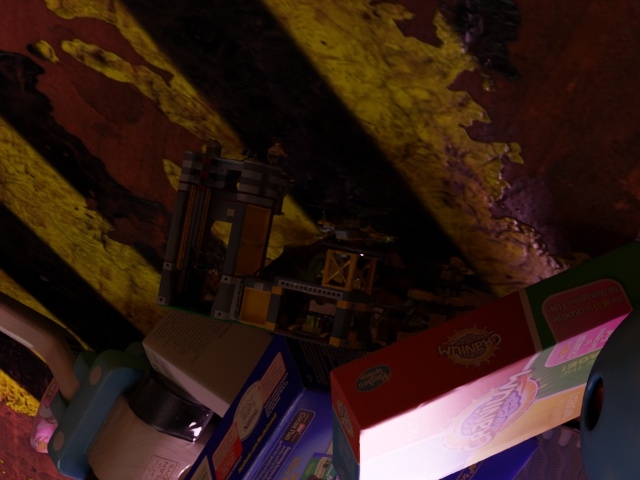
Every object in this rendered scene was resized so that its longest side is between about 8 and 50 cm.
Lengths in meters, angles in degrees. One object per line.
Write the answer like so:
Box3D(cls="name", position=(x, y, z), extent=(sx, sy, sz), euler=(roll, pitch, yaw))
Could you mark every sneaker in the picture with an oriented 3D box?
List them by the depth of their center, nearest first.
Box3D(cls="sneaker", position=(0.230, 0.262, 1.872), extent=(0.281, 0.105, 0.115), euler=(2, 178, 35))

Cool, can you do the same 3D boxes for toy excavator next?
Box3D(cls="toy excavator", position=(-0.312, 0.212, 2.127), extent=(0.433, 0.222, 0.445), euler=(23, -168, -35))

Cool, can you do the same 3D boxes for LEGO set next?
Box3D(cls="LEGO set", position=(0.000, 0.000, 1.536), extent=(0.255, 0.192, 0.331), euler=(10, -179, -42))

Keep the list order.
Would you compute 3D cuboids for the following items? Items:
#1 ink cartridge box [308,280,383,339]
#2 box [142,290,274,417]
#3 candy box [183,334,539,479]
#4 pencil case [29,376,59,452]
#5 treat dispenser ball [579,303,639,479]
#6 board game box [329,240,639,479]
Box3D(cls="ink cartridge box", position=(0.034, 0.125, 1.827), extent=(0.208, 0.045, 0.206), euler=(22, 154, 14))
Box3D(cls="box", position=(-0.083, 0.178, 1.897), extent=(0.275, 0.113, 0.094), euler=(34, 159, 20))
Box3D(cls="candy box", position=(0.042, 0.257, 1.728), extent=(0.317, 0.122, 0.268), euler=(17, 121, -27))
Box3D(cls="pencil case", position=(-0.259, 0.322, 2.350), extent=(0.386, 0.167, 0.160), euler=(23, -176, 10))
Box3D(cls="treat dispenser ball", position=(0.368, 0.165, 1.297), extent=(0.288, 0.288, 0.288), euler=(22, 154, 11))
Box3D(cls="board game box", position=(0.165, 0.137, 1.454), extent=(0.242, 0.316, 0.064), euler=(87, 158, -62))
